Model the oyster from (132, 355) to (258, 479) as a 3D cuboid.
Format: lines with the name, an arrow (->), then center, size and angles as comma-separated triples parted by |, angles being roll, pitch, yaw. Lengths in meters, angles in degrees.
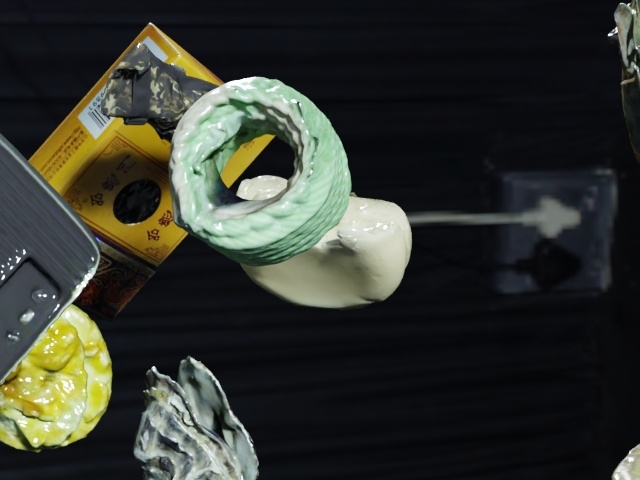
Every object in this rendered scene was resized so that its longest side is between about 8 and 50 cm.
oyster -> -0.160, 0.317, 1.908 | 0.162, 0.158, 0.351 | -125, -146, -62

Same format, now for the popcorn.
popcorn -> -0.396, 0.187, 2.119 | 0.183, 0.204, 0.221 | 9, -63, 63

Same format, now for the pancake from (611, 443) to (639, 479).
pancake -> 0.523, 0.317, 1.965 | 0.294, 0.294, 0.049 | -149, -127, -67

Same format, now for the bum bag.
bum bag -> -0.206, -0.184, 1.951 | 0.102, 0.248, 0.069 | -32, -116, 17

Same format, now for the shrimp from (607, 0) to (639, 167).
shrimp -> 0.337, -0.097, 1.343 | 0.169, 0.058, 0.296 | 34, -17, 39

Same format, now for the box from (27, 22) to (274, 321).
box -> -0.296, -0.093, 2.278 | 0.415, 0.264, 0.116 | -47, -130, 5

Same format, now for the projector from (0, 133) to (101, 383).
projector -> -0.475, 0.063, 1.485 | 0.242, 0.395, 0.405 | 51, -24, -25

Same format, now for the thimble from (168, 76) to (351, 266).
thimble -> -0.079, -0.080, 1.790 | 0.150, 0.219, 0.219 | 42, 39, -71

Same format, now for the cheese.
cheese -> 0.000, 0.000, 2.167 | 0.233, 0.266, 0.127 | 82, 19, -58
